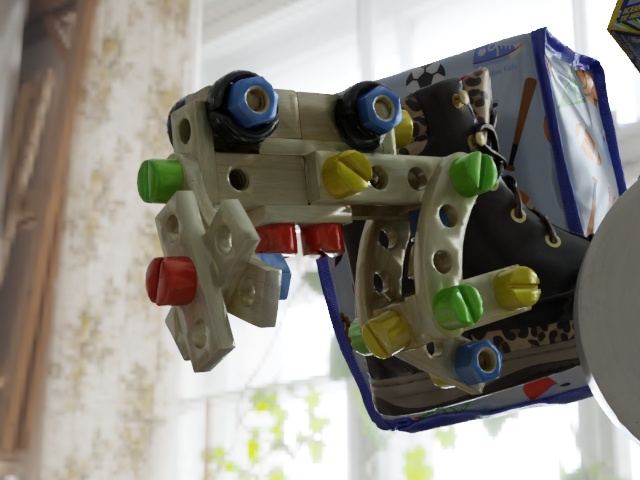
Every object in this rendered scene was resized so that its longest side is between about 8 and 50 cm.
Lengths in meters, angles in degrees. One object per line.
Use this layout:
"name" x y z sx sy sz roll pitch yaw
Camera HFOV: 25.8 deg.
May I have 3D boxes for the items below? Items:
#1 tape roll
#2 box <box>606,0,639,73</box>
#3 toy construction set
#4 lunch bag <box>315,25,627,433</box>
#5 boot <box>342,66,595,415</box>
"tape roll" 0.350 0.058 1.139 0.286 0.286 0.100 -2 -7 8
"box" 0.212 -0.095 0.739 0.059 0.054 0.169 15 -9 35
"toy construction set" 0.000 0.000 0.919 0.151 0.215 0.328 -13 -11 40
"lunch bag" 0.176 0.005 1.557 0.328 0.385 0.239 -16 -13 30
"boot" 0.184 -0.023 1.292 0.378 0.284 0.138 -20 1 8
